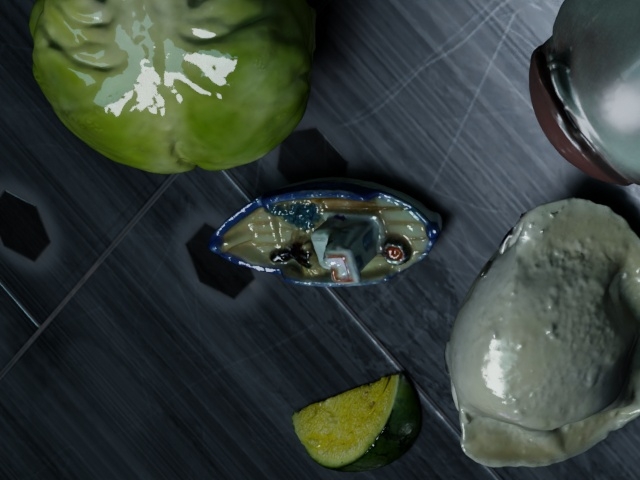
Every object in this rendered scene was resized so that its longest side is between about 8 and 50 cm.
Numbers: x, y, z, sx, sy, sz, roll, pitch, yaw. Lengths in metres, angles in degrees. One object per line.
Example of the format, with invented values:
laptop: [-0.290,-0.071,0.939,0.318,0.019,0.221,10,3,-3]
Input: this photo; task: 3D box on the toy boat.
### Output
toy boat: [0.000,0.000,1.959,0.262,0.115,0.114,2,117,37]

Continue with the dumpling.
dumpling: [0.240,0.103,1.825,0.227,0.175,0.243,13,146,-4]

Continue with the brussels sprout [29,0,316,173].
brussels sprout: [-0.154,-0.209,1.859,0.273,0.242,0.316,-28,98,40]

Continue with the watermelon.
watermelon: [0.053,0.216,2.112,0.181,0.075,0.092,-28,54,43]

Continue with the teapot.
teapot: [0.330,-0.155,1.503,0.312,0.315,0.233,-34,57,22]
